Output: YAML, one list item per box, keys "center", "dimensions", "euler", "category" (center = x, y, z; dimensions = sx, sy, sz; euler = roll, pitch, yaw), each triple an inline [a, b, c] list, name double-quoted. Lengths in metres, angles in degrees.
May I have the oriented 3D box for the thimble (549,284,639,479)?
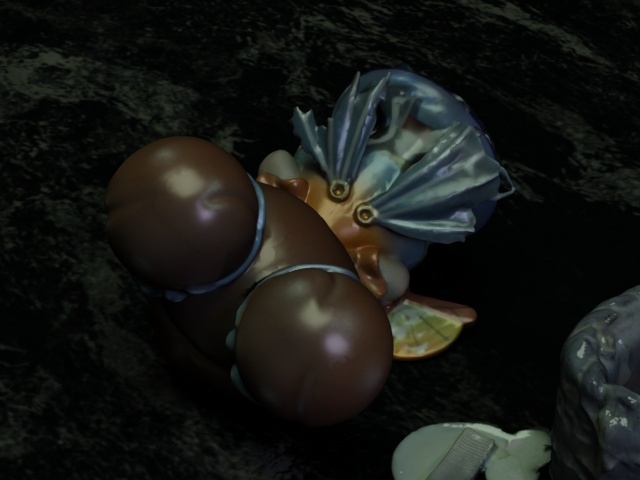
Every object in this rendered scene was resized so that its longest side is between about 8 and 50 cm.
- center: [0.301, 0.150, 1.524]
  dimensions: [0.236, 0.172, 0.205]
  euler: [-16, 35, -26]
  category: "thimble"

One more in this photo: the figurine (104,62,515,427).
- center: [0.001, 0.001, 1.656]
  dimensions: [0.276, 0.248, 0.388]
  euler: [44, 50, 10]
  category: "figurine"

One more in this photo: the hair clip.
- center: [0.111, 0.191, 1.553]
  dimensions: [0.116, 0.049, 0.172]
  euler: [24, 38, 18]
  category: "hair clip"
